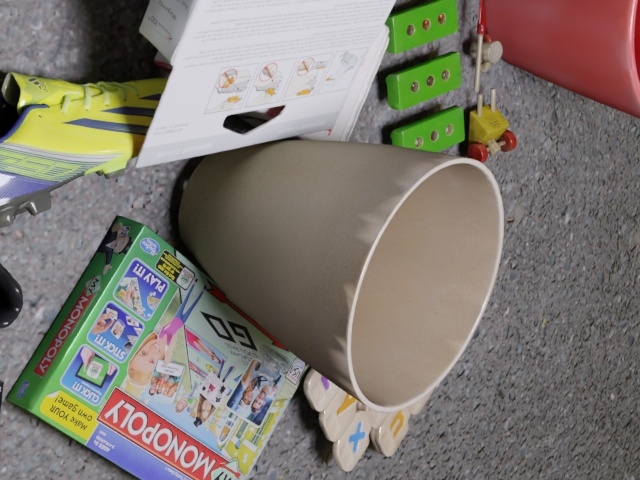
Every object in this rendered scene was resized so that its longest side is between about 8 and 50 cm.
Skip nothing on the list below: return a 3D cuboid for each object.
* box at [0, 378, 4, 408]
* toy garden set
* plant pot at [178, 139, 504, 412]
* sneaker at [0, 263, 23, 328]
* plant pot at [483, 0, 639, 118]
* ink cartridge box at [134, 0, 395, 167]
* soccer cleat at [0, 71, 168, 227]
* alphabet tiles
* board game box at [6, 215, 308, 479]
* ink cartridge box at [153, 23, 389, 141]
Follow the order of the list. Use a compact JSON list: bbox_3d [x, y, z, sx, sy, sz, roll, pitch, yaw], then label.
[{"bbox_3d":[-0.356,0.171,1.147,0.180,0.078,0.147,26,62,-55],"label":"box"},{"bbox_3d":[0.149,-0.175,1.686,0.204,0.049,0.244,-25,119,-37],"label":"toy garden set"},{"bbox_3d":[0.000,0.000,1.402,0.256,0.274,0.256,-32,134,-41],"label":"plant pot"},{"bbox_3d":[-0.363,0.007,1.143,0.286,0.130,0.109,18,91,-47],"label":"sneaker"},{"bbox_3d":[0.351,-0.293,1.712,0.275,0.243,0.274,-17,114,-42],"label":"plant pot"},{"bbox_3d":[-0.049,-0.195,1.307,0.275,0.060,0.239,-15,144,-45],"label":"ink cartridge box"},{"bbox_3d":[-0.229,-0.108,1.277,0.289,0.093,0.121,-31,108,-40],"label":"soccer cleat"},{"bbox_3d":[0.070,0.127,1.694,0.278,0.021,0.284,-54,138,-32],"label":"alphabet tiles"},{"bbox_3d":[-0.156,0.145,1.469,0.317,0.046,0.213,43,70,-45],"label":"board game box"},{"bbox_3d":[-0.044,-0.200,1.438,0.218,0.092,0.158,30,81,-45],"label":"ink cartridge box"}]
